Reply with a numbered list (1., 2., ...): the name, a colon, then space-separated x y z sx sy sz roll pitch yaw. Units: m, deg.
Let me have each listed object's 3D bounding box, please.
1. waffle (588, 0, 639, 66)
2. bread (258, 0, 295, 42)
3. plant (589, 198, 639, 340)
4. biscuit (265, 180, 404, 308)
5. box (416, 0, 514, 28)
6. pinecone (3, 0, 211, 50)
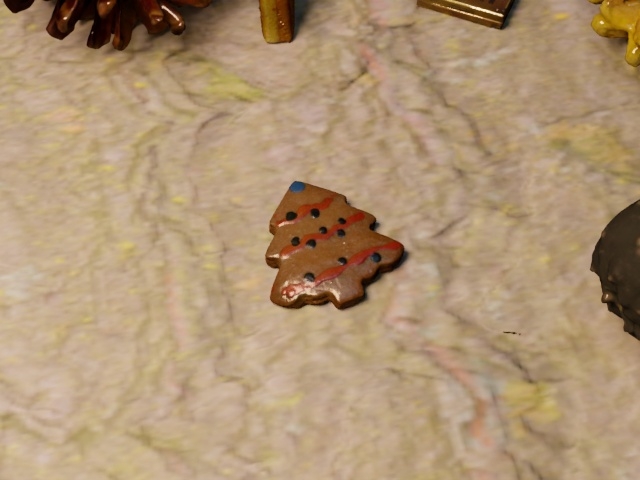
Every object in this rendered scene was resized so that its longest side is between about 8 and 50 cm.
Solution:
1. waffle: 0.404 -0.225 0.993 0.293 0.069 0.260 -36 65 -21
2. bread: -0.043 -0.252 1.013 0.035 0.094 0.090 -2 55 1
3. plant: 0.323 -0.019 0.794 0.256 0.164 0.142 -30 53 2
4. biscuit: 0.000 0.000 0.892 0.119 0.019 0.130 -22 58 -11
5. box: 0.160 -0.272 1.058 0.090 0.023 0.133 19 60 13
6. pinecone: -0.200 -0.296 0.966 0.264 0.264 0.264 -1 57 2
